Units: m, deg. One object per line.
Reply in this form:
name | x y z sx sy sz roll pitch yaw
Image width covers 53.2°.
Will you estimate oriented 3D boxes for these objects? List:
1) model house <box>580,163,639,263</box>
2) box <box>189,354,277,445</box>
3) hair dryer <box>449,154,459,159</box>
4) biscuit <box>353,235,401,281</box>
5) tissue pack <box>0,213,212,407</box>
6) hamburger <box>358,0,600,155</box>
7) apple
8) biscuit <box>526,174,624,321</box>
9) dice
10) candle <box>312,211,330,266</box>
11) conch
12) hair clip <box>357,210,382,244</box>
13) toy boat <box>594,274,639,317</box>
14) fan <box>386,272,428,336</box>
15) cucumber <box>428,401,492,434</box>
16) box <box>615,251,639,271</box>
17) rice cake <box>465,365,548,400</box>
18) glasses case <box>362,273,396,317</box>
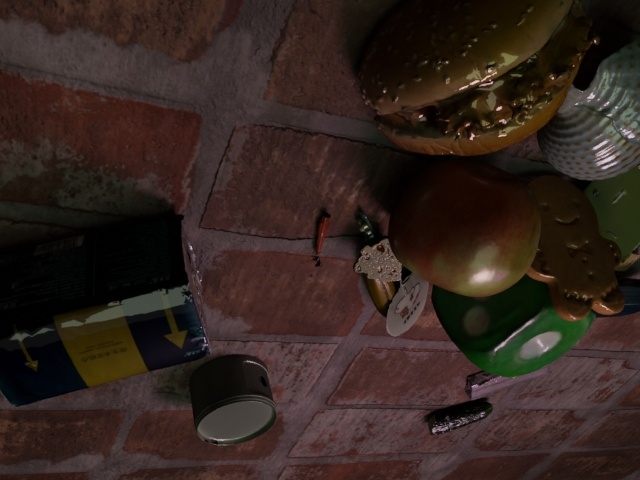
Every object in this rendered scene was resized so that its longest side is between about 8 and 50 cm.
model house | 0.753 -0.109 1.605 0.294 0.207 0.154 -53 173 19
box | -0.241 0.444 1.769 0.226 0.149 0.226 -11 136 -10
hair dryer | 0.315 -0.206 1.407 0.063 0.038 0.124 2 138 -21
biscuit | 0.144 0.053 1.518 0.119 0.019 0.130 -42 111 14
tissue pack | -0.448 0.133 1.309 0.416 0.264 0.253 -15 132 -7
hamburger | 0.292 -0.313 1.115 0.445 0.287 0.268 -33 134 9
apple | 0.313 -0.034 1.384 0.319 0.319 0.277 16 104 -31
biscuit | 0.575 0.009 1.474 0.275 0.355 0.052 -2 159 -21
dice | 0.487 0.152 1.633 0.287 0.300 0.297 24 120 -40
candle | -0.001 -0.001 1.507 0.026 0.021 0.167 15 134 3
conch | 0.586 -0.253 1.276 0.303 0.215 0.319 -43 170 16
hair clip | 0.127 -0.008 1.526 0.049 0.049 0.173 -30 137 11
toy boat | 0.854 0.162 1.892 0.296 0.122 0.114 -3 115 -3
fan | 0.215 0.125 1.638 0.191 0.009 0.329 -47 141 -22
cucumber | 0.495 0.624 2.263 0.241 0.074 0.074 -16 136 -6
box | 0.857 0.055 1.864 0.149 0.020 0.073 7 129 -25
rice cake | 0.635 0.456 2.161 0.297 0.050 0.106 -19 136 0
glasses case | 0.152 0.118 1.634 0.064 0.079 0.234 -27 136 -4
